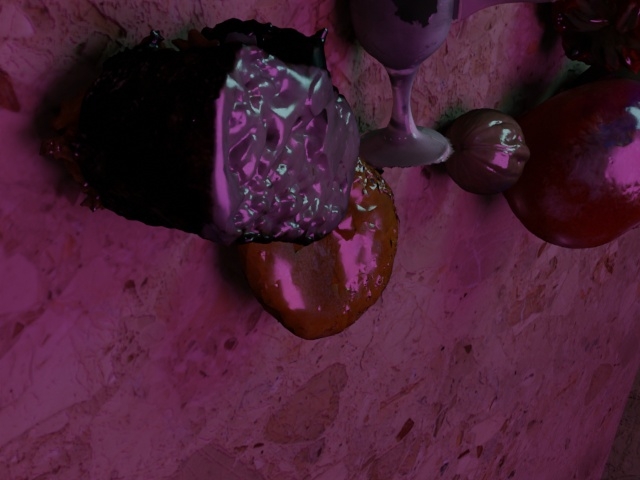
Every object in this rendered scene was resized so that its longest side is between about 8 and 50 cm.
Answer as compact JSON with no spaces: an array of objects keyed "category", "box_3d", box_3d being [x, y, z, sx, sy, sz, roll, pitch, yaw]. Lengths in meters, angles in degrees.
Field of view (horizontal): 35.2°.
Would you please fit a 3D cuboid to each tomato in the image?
[{"category":"tomato","box_3d":[0.488,-0.140,1.751,0.335,0.290,0.176,-23,180,-2]}]

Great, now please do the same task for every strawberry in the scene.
[{"category":"strawberry","box_3d":[0.534,-0.426,1.763,0.258,0.261,0.261,-62,150,-22]}]

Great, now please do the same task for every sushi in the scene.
[{"category":"sushi","box_3d":[-0.092,-0.112,1.028,0.348,0.207,0.234,13,86,-65]}]

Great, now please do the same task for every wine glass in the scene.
[{"category":"wine glass","box_3d":[0.104,-0.248,1.304,0.143,0.143,0.321,-39,136,-39]}]

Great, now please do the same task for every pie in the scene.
[{"category":"pie","box_3d":[0.001,0.001,1.289,0.273,0.069,0.273,-5,98,-43]}]

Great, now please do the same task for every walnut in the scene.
[{"category":"walnut","box_3d":[0.265,-0.143,1.625,0.162,0.140,0.140,13,99,-69]}]

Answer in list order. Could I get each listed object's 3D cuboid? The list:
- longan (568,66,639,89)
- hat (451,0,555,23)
[{"category":"longan","box_3d":[0.587,-0.232,1.957,0.258,0.258,0.258,-36,137,-42]},{"category":"hat","box_3d":[0.264,-0.421,1.451,0.226,0.219,0.164,57,21,-87]}]
